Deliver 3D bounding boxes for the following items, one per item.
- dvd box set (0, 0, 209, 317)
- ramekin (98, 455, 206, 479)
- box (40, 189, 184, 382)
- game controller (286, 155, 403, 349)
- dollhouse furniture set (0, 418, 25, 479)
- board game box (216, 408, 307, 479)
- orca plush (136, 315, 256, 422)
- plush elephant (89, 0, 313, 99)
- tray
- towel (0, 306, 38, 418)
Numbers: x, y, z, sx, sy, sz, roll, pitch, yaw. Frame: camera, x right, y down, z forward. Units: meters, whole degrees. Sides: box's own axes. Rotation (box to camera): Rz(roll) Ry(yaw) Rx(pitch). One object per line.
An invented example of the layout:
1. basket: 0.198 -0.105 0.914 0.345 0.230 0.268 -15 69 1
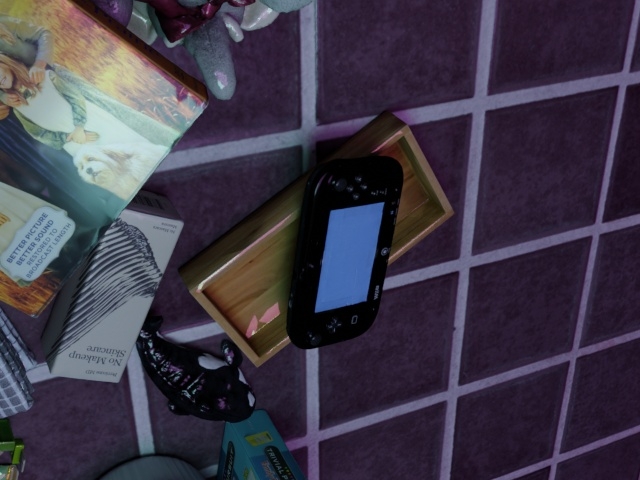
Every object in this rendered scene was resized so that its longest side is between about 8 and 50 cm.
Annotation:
1. dvd box set: -0.362 -0.145 0.804 0.420 0.062 0.307 36 103 -26
2. ramekin: -0.291 0.492 1.460 0.273 0.127 0.273 -13 122 -21
3. box: -0.301 0.062 1.223 0.113 0.094 0.275 12 111 -32
4. game controller: 0.037 0.021 1.303 0.166 0.067 0.319 -5 120 -25
5. dollhouse furniture set: -0.497 0.352 1.312 0.076 0.058 0.152 5 115 -29
6. board game box: -0.083 0.489 1.434 0.079 0.336 0.254 -2 119 -27
7. orca plush: -0.190 0.225 1.372 0.151 0.102 0.287 -33 127 -7
8. plush elephant: -0.152 -0.292 1.011 0.272 0.330 0.255 -18 148 -2
9. tray: 0.000 0.000 1.360 0.411 0.076 0.203 -38 128 -4
10. towel: -0.537 0.155 1.138 0.235 0.121 0.284 -26 127 -11
